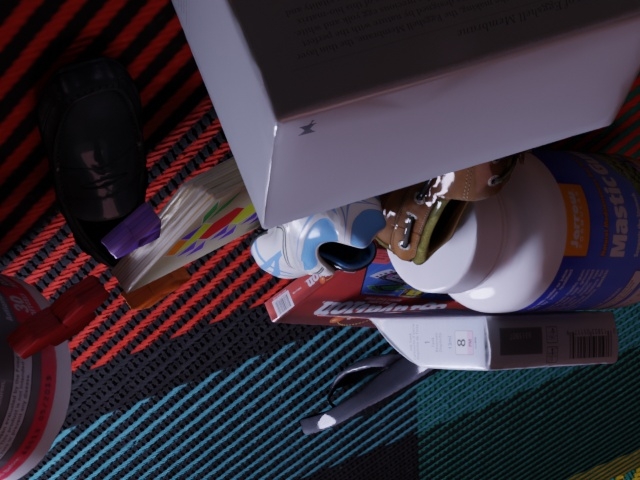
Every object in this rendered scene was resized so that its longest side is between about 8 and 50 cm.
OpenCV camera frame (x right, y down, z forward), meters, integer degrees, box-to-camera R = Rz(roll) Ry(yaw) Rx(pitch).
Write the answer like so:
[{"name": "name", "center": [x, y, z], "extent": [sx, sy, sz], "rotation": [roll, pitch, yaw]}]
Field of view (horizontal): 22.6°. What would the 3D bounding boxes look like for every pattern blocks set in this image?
[{"name": "pattern blocks set", "center": [-0.071, -0.029, 1.210], "extent": [0.285, 0.026, 0.325], "rotation": [-42, 171, 31]}]

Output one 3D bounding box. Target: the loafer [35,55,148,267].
[{"name": "loafer", "center": [-0.155, -0.053, 1.140], "extent": [0.076, 0.078, 0.223], "rotation": [-18, 157, -13]}]

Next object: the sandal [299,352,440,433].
[{"name": "sandal", "center": [0.083, 0.149, 1.847], "extent": [0.254, 0.054, 0.097], "rotation": [-33, 169, 19]}]

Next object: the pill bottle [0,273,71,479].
[{"name": "pill bottle", "center": [-0.344, 0.090, 1.153], "extent": [0.176, 0.176, 0.318], "rotation": [-33, 155, 23]}]

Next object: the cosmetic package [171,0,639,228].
[{"name": "cosmetic package", "center": [0.037, -0.156, 0.903], "extent": [0.224, 0.224, 0.138], "rotation": [-17, 156, -13]}]

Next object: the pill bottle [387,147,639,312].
[{"name": "pill bottle", "center": [0.192, -0.010, 1.461], "extent": [0.272, 0.152, 0.152], "rotation": [0, 148, -44]}]

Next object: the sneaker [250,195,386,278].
[{"name": "sneaker", "center": [0.000, 0.000, 1.292], "extent": [0.085, 0.086, 0.237], "rotation": [-38, 174, -13]}]

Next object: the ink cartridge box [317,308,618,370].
[{"name": "ink cartridge box", "center": [0.142, 0.095, 1.563], "extent": [0.189, 0.066, 0.232], "rotation": [0, 175, -42]}]

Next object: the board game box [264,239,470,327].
[{"name": "board game box", "center": [0.087, 0.045, 1.648], "extent": [0.145, 0.027, 0.281], "rotation": [-37, 154, 33]}]

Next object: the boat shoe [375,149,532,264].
[{"name": "boat shoe", "center": [0.120, -0.088, 1.250], "extent": [0.111, 0.104, 0.307], "rotation": [-35, 170, -33]}]
